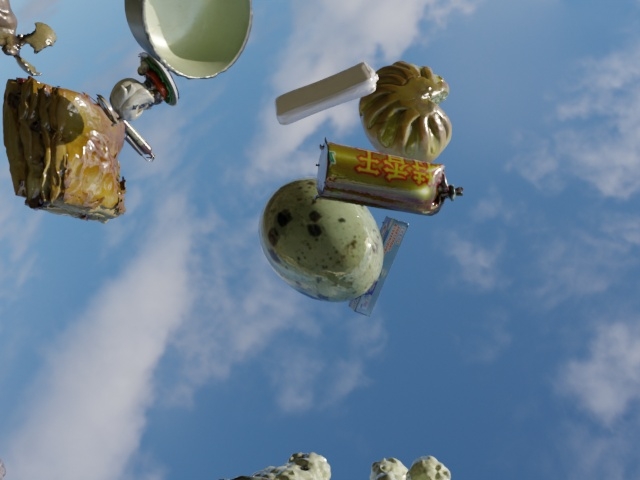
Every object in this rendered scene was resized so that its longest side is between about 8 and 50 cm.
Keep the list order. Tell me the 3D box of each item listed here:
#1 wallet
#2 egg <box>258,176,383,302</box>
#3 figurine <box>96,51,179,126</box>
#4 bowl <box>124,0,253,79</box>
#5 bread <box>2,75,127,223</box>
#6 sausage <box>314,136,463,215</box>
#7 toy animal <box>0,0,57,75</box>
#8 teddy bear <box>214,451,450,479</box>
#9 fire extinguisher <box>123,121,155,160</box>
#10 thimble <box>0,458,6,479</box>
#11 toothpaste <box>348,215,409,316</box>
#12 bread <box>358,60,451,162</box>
[{"bbox_3d":[0.009,-0.258,1.130,0.190,0.033,0.095,-19,-144,6],"label":"wallet"},{"bbox_3d":[0.000,0.000,1.632,0.288,0.287,0.379,-33,-127,0],"label":"egg"},{"bbox_3d":[-0.394,-0.307,1.351,0.154,0.132,0.132,-38,-144,-22],"label":"figurine"},{"bbox_3d":[-0.218,-0.366,1.010,0.112,0.211,0.211,26,-114,37],"label":"bowl"},{"bbox_3d":[-0.571,-0.217,1.494,0.167,0.277,0.324,-20,-105,24],"label":"bread"},{"bbox_3d":[0.146,-0.119,1.356,0.318,0.117,0.125,11,-103,-6],"label":"sausage"},{"bbox_3d":[-0.634,-0.441,1.288,0.094,0.214,0.186,1,-171,36],"label":"toy animal"},{"bbox_3d":[0.017,0.469,1.269,0.375,0.362,0.327,-45,-170,-37],"label":"teddy bear"},{"bbox_3d":[-0.499,-0.271,1.729,0.035,0.173,0.049,-33,-145,8],"label":"fire extinguisher"},{"bbox_3d":[-0.715,0.472,1.281,0.150,0.097,0.150,-28,-167,7],"label":"thimble"},{"bbox_3d":[0.155,0.068,1.743,0.272,0.053,0.066,-67,-165,3],"label":"toothpaste"},{"bbox_3d":[0.259,-0.381,1.884,0.333,0.333,0.160,-60,-169,-30],"label":"bread"}]
